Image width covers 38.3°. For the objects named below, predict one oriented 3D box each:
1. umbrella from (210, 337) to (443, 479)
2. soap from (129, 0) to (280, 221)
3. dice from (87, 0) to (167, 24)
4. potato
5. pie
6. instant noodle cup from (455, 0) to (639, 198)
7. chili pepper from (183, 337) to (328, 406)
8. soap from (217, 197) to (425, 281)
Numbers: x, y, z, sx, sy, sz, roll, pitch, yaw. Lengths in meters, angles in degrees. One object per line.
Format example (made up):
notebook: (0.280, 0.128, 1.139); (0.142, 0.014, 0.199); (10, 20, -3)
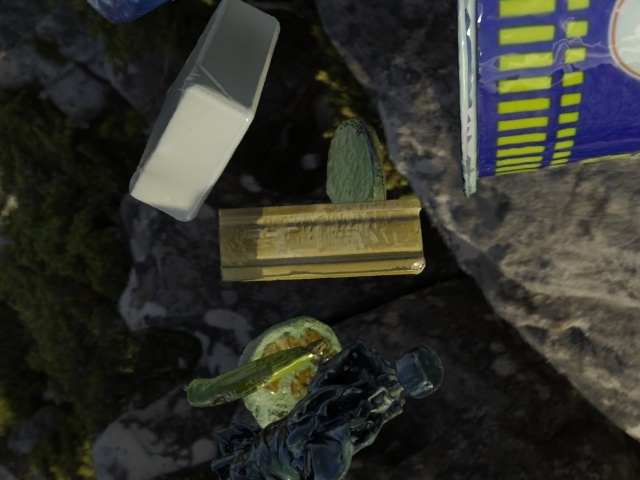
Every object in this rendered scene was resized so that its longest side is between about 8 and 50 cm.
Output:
umbrella: (-0.007, 0.210, 1.004); (0.349, 0.094, 0.143); (-39, 60, 36)
soap: (-0.095, -0.115, 0.771); (0.064, 0.183, 0.121); (27, 124, -14)
dice: (-0.212, -0.344, 1.066); (0.146, 0.146, 0.143); (55, 158, -20)
potato: (0.061, -0.083, 1.320); (0.119, 0.054, 0.197); (-49, 42, 39)
pie: (-0.039, 0.247, 1.655); (0.054, 0.241, 0.240); (-12, 89, 53)
instant noodle cup: (0.220, -0.161, 0.440); (0.313, 0.284, 0.284); (-1, 94, 9)
chili pepper: (-0.087, 0.170, 1.143); (0.208, 0.049, 0.043); (-21, 76, 19)
soap: (0.000, 0.000, 1.135); (0.252, 0.037, 0.092); (-3, 85, 3)
